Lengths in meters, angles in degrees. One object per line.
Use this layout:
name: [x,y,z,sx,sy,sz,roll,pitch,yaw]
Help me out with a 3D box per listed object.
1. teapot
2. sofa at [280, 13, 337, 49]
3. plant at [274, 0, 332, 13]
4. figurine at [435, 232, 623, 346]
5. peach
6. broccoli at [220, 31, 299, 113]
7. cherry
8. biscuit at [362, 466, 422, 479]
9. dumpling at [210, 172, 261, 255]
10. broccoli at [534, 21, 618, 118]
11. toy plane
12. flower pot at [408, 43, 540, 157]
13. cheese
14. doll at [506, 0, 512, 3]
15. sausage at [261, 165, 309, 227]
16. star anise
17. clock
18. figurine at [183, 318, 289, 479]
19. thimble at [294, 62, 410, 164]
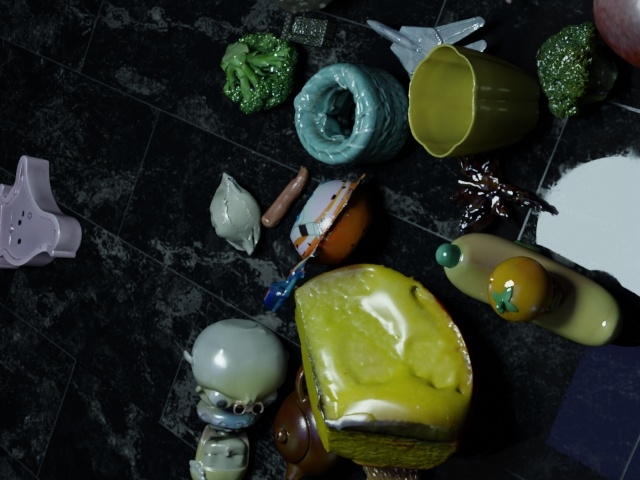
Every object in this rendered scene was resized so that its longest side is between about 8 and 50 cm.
teapot: [-0.030,0.356,1.916,0.178,0.135,0.252,11,99,47]
sofa: [-0.025,-0.445,2.076,0.118,0.039,0.060,20,96,36]
plant: [-0.036,-0.627,2.011,0.215,0.213,0.312,-40,27,26]
figurine: [0.348,0.080,1.626,0.325,0.222,0.124,28,99,36]
peach: [0.122,0.245,1.766,0.306,0.242,0.380,-19,56,-2]
broccoli: [-0.130,-0.364,2.081,0.195,0.156,0.195,-29,39,26]
cherry: [0.536,-0.384,1.546,0.239,0.206,0.239,5,100,32]
biscuit: [0.129,0.405,1.869,0.144,0.033,0.224,-41,61,27]
dumpling: [-0.193,-0.052,2.127,0.127,0.108,0.188,-23,88,57]
broccoli: [0.432,-0.288,1.668,0.138,0.146,0.162,22,84,5]
toy plane: [0.190,-0.368,1.885,0.267,0.088,0.212,40,107,41]
flower pot: [0.278,-0.241,1.720,0.195,0.179,0.195,3,93,59]
cheese: [0.000,0.000,1.886,0.129,0.217,0.329,34,65,1]
doll: [0.356,-0.540,1.770,0.262,0.093,0.211,-41,59,26]
sausage: [-0.072,-0.090,2.074,0.042,0.036,0.158,46,111,23]
star anise: [0.297,-0.079,1.786,0.157,0.053,0.212,-48,62,22]
clock: [-0.738,-0.075,2.543,0.275,0.080,0.290,-4,84,36]
figurine: [-0.197,0.350,2.060,0.274,0.227,0.394,-141,57,-65]
thimble: [0.060,-0.248,1.906,0.235,0.143,0.198,23,109,43]
